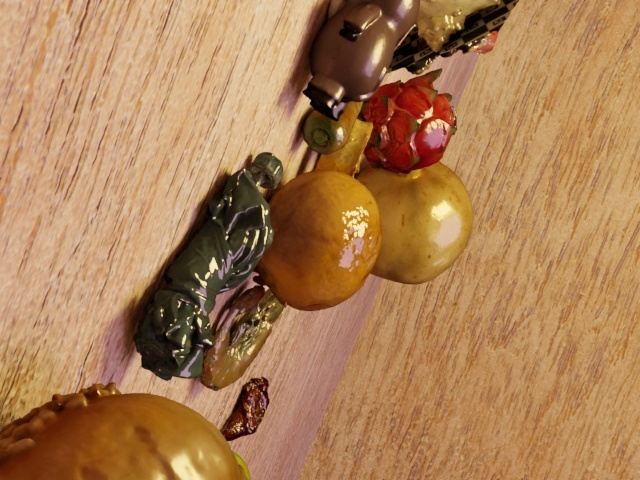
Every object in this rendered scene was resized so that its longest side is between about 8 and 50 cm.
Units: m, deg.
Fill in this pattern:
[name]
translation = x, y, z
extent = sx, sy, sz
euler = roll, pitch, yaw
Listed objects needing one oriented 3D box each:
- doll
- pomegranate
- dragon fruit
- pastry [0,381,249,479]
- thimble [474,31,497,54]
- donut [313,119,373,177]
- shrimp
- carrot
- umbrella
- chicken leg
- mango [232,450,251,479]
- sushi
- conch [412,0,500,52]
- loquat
[doll]
translation = 0.063, -0.302, 1.326
extent = 0.257, 0.117, 0.182
euler = -65, 171, -3
[pomegranate]
translation = 0.191, -0.063, 2.030
extent = 0.319, 0.319, 0.319
euler = -62, 168, -22
[dragon fruit]
translation = 0.175, -0.230, 1.779
extent = 0.274, 0.193, 0.192
euler = -20, 149, -35
[pastry]
translation = -0.239, 0.320, 0.848
extent = 0.410, 0.245, 0.410
euler = -58, 167, -22
[thimble]
translation = 0.332, -0.507, 2.068
extent = 0.189, 0.163, 0.125
euler = -79, -171, -74
[donut]
translation = 0.030, -0.131, 1.595
extent = 0.190, 0.074, 0.174
euler = 110, 4, -53
[shrimp]
translation = -0.131, 0.145, 1.531
extent = 0.253, 0.058, 0.173
euler = -55, 156, -38
[carrot]
translation = 0.047, -0.235, 1.534
extent = 0.298, 0.078, 0.078
euler = -58, 167, -50
[umbrella]
translation = -0.126, 0.019, 1.171
extent = 0.143, 0.094, 0.349
euler = 106, 10, -54
[chicken leg]
translation = -0.159, 0.357, 1.849
extent = 0.205, 0.053, 0.093
euler = -66, 149, -41
[mango]
translation = -0.202, 0.460, 1.595
extent = 0.273, 0.149, 0.185
euler = 103, 7, -67
[sushi]
translation = 0.272, -0.397, 1.787
extent = 0.050, 0.290, 0.264
euler = 57, 41, -22
[conch]
translation = 0.258, -0.508, 1.719
extent = 0.324, 0.186, 0.263
euler = -63, -171, -3
[loquat]
translation = 0.000, 0.000, 1.448
extent = 0.238, 0.193, 0.238
euler = -41, 160, -18
